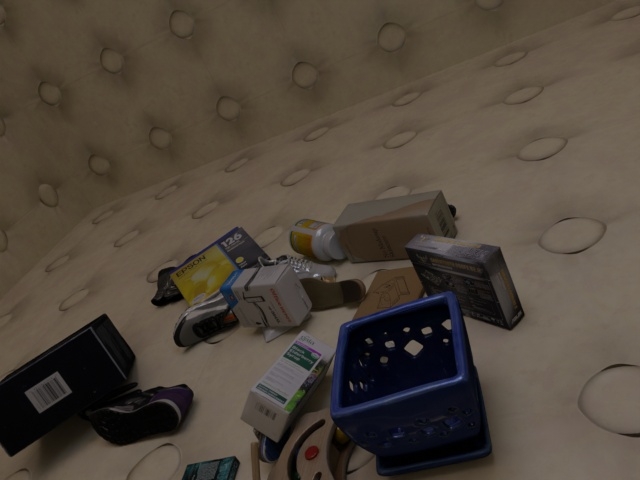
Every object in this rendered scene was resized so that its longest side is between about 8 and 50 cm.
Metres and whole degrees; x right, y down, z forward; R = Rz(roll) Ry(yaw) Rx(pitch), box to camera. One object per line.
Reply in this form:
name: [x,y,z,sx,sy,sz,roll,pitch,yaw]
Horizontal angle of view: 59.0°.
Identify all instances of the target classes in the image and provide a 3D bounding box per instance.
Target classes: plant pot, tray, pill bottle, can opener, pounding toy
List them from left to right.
can opener: [-0.594,0.448,1.587,0.186,0.059,0.073,-28,25,1]
tray: [-0.125,0.185,1.643,0.145,0.030,0.270,-31,26,-3]
pounding toy: [-0.023,0.397,1.002,0.154,0.155,0.270,-14,29,37]
pill bottle: [0.000,0.000,1.760,0.117,0.118,0.208,-40,28,-24]
plant pot: [0.169,0.263,0.996,0.235,0.212,0.236,-20,26,17]

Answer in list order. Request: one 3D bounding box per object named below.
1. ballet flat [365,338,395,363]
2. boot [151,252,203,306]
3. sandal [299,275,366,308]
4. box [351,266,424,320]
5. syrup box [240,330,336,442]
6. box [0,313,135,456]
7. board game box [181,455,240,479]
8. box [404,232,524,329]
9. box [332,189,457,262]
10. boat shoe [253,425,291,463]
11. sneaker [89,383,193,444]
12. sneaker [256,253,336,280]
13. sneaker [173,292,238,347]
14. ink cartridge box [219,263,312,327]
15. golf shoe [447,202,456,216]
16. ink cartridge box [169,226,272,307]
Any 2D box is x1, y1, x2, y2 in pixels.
ballet flat: [0.122,0.243,1.265,0.168,0.052,0.057,2,39,46]
boot: [-0.490,0.150,2.042,0.246,0.083,0.161,-23,38,11]
sandal: [0.035,0.138,1.545,0.239,0.088,0.079,-6,0,38]
box: [0.184,0.139,1.433,0.164,0.021,0.201,-9,32,35]
syrup box: [-0.062,0.300,1.196,0.093,0.096,0.237,28,32,13]
box: [-0.727,0.387,1.598,0.343,0.179,0.312,-33,8,-11]
board game box: [-0.242,0.526,1.133,0.126,0.026,0.186,-18,27,20]
box: [0.308,0.083,1.226,0.056,0.183,0.231,-40,27,-24]
box: [0.206,-0.034,1.590,0.311,0.148,0.121,-8,33,39]
boat shoe: [-0.103,0.399,1.197,0.066,0.066,0.183,-25,18,23]
sneaker: [-0.450,0.438,1.449,0.283,0.107,0.124,-14,14,20]
sneaker: [-0.073,0.088,1.657,0.234,0.095,0.090,-4,22,7]
sneaker: [-0.314,0.228,1.677,0.271,0.100,0.108,-33,31,-11]
ink cartridge box: [-0.146,0.152,1.517,0.203,0.148,0.086,-8,31,36]
golf shoe: [0.324,-0.103,1.679,0.198,0.077,0.094,3,39,45]
ink cartridge box: [-0.354,0.083,1.931,0.303,0.072,0.307,-36,45,-13]
